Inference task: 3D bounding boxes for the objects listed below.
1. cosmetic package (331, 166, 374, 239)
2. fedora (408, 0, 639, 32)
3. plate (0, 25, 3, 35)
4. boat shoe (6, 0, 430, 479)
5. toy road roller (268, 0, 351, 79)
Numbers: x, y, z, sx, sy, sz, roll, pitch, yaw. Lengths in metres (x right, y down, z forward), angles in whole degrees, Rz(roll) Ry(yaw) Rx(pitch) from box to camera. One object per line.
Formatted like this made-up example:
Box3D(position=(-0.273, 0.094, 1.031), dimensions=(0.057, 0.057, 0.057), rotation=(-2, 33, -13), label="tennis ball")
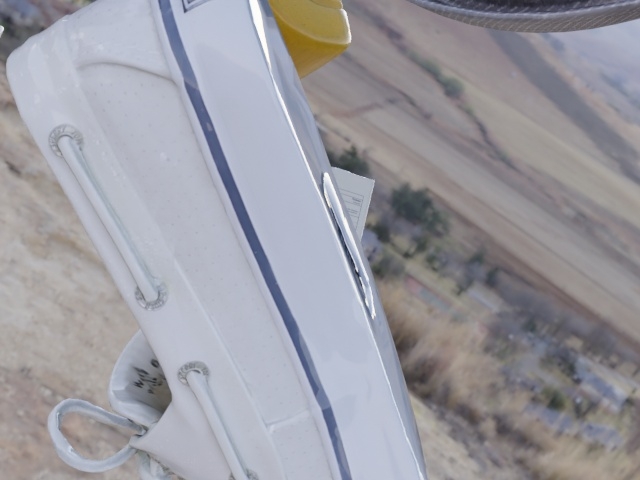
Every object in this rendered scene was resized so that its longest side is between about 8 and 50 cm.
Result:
Box3D(position=(0.000, 0.000, 0.852), dimensions=(0.060, 0.115, 0.041), rotation=(18, -17, -10), label="cosmetic package")
Box3D(position=(0.120, -0.214, 0.427), dimensions=(0.124, 0.275, 0.244), rotation=(54, 12, -52), label="fedora")
Box3D(position=(-0.502, -0.162, 1.044), dimensions=(0.278, 0.045, 0.277), rotation=(8, 29, 27), label="plate")
Box3D(position=(-0.046, 0.064, 0.493), dimensions=(0.136, 0.156, 0.367), rotation=(-95, 166, -59), label="boat shoe")
Box3D(position=(-0.101, -0.273, 1.008), dimensions=(0.329, 0.202, 0.241), rotation=(-6, 80, -37), label="toy road roller")
